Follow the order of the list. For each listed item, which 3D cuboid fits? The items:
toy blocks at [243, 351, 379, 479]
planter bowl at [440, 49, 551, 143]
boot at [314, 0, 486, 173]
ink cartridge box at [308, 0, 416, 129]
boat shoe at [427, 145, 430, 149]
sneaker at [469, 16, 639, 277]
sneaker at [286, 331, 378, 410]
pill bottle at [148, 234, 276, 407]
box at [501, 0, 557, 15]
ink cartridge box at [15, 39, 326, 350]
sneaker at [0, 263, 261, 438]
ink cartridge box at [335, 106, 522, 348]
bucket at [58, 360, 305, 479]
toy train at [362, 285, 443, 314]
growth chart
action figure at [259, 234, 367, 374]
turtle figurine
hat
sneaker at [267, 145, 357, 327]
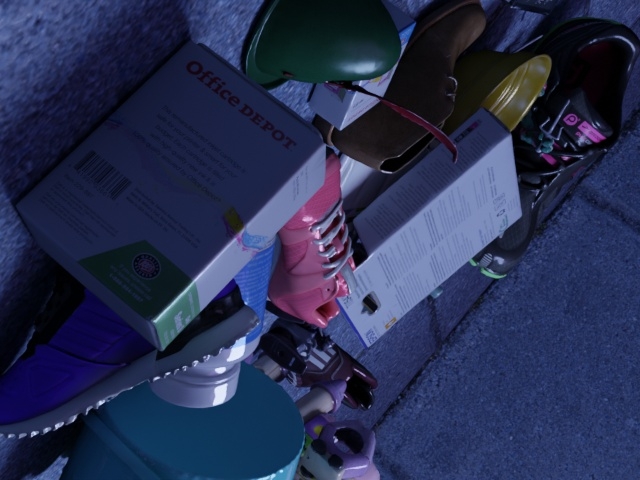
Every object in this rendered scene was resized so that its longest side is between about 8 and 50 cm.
[{"bbox_3d":[-0.027,0.268,1.875,0.260,0.288,0.309,-30,153,-40],"label":"toy blocks"},{"bbox_3d":[0.228,-0.208,1.862,0.217,0.090,0.217,-40,161,-17],"label":"planter bowl"},{"bbox_3d":[0.127,-0.187,1.571,0.305,0.115,0.112,-45,162,-31],"label":"boot"},{"bbox_3d":[0.045,-0.193,1.420,0.088,0.052,0.122,-39,163,-41],"label":"ink cartridge box"},{"bbox_3d":[0.127,-0.140,1.833,0.049,0.040,0.142,-53,166,8],"label":"boat shoe"},{"bbox_3d":[0.361,-0.166,2.087,0.482,0.185,0.202,-63,-162,-9],"label":"sneaker"},{"bbox_3d":[0.026,0.242,2.223,0.106,0.162,0.281,-50,166,-6],"label":"sneaker"},{"bbox_3d":[-0.113,0.047,1.257,0.124,0.124,0.221,-31,135,-55],"label":"pill bottle"},{"bbox_3d":[0.319,-0.398,1.767,0.175,0.051,0.220,-56,165,18],"label":"box"},{"bbox_3d":[-0.119,-0.040,1.077,0.212,0.154,0.093,-48,165,-16],"label":"ink cartridge box"},{"bbox_3d":[-0.209,0.071,1.176,0.293,0.146,0.102,-24,-171,16],"label":"sneaker"},{"bbox_3d":[0.145,-0.008,1.861,0.330,0.071,0.324,-39,159,-4],"label":"ink cartridge box"},{"bbox_3d":[-0.159,0.261,1.489,0.281,0.281,0.183,-30,146,-56],"label":"bucket"},{"bbox_3d":[0.179,0.009,2.208,0.334,0.142,0.190,-45,177,-30],"label":"toy train"},{"bbox_3d":[0.073,-0.075,1.772,0.237,0.021,0.172,-5,136,-53],"label":"growth chart"},{"bbox_3d":[0.000,0.092,1.901,0.285,0.099,0.185,-34,144,-62],"label":"action figure"},{"bbox_3d":[0.289,-0.197,2.001,0.234,0.175,0.118,-43,-176,1],"label":"turtle figurine"},{"bbox_3d":[0.057,-0.170,1.244,0.208,0.183,0.173,-30,154,-56],"label":"hat"},{"bbox_3d":[0.000,0.000,1.590,0.116,0.136,0.314,-45,164,-30],"label":"sneaker"}]
